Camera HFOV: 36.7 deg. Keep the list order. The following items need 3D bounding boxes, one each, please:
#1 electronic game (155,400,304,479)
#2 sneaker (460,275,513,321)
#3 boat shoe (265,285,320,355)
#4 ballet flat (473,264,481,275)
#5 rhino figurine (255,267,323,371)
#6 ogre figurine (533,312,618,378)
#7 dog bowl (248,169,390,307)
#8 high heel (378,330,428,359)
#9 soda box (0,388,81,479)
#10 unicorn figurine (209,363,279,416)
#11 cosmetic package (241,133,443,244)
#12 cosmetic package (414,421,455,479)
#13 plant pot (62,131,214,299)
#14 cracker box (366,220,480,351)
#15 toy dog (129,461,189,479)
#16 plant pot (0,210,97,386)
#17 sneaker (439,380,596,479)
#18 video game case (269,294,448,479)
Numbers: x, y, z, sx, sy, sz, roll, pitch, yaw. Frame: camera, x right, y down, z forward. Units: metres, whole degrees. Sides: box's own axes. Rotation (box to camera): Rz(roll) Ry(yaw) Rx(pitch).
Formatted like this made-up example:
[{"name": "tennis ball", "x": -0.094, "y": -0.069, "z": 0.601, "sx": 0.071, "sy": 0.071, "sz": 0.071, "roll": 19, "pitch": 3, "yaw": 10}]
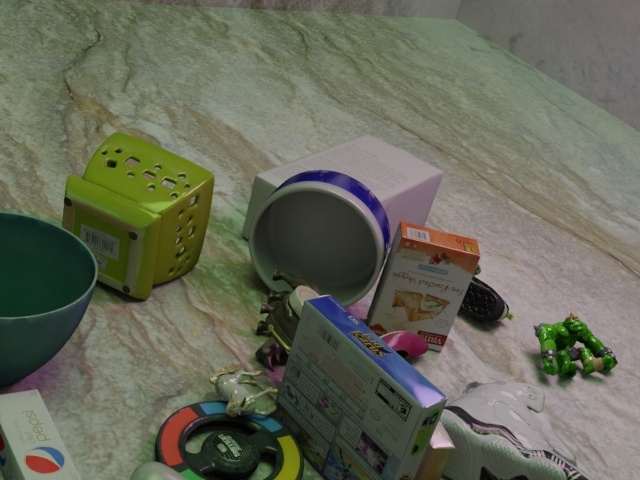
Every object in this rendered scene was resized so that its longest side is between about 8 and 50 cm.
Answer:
[{"name": "electronic game", "x": -0.137, "y": 0.324, "z": 1.466, "sx": 0.229, "sy": 0.048, "sz": 0.229, "roll": 13, "pitch": 29, "yaw": -7}, {"name": "sneaker", "x": 0.308, "y": 0.110, "z": 2.067, "sx": 0.235, "sy": 0.084, "sz": 0.097, "roll": 38, "pitch": 11, "yaw": 32}, {"name": "boat shoe", "x": 0.032, "y": 0.230, "z": 1.622, "sx": 0.324, "sy": 0.097, "sz": 0.116, "roll": 52, "pitch": 20, "yaw": 8}, {"name": "ballet flat", "x": 0.261, "y": 0.055, "z": 2.142, "sx": 0.188, "sy": 0.070, "sz": 0.070, "roll": 19, "pitch": 29, "yaw": 8}, {"name": "rhino figurine", "x": -0.061, "y": 0.151, "z": 1.777, "sx": 0.106, "sy": 0.073, "sz": 0.243, "roll": 13, "pitch": 39, "yaw": 4}, {"name": "ogre figurine", "x": 0.505, "y": 0.216, "z": 1.951, "sx": 0.197, "sy": 0.097, "sz": 0.118, "roll": -12, "pitch": 56, "yaw": -18}, {"name": "dog bowl", "x": 0.000, "y": 0.000, "z": 1.877, "sx": 0.265, "sy": 0.264, "sz": 0.104, "roll": 20, "pitch": 28, "yaw": 7}, {"name": "high heel", "x": 0.110, "y": 0.227, "z": 1.764, "sx": 0.244, "sy": 0.082, "sz": 0.117, "roll": 11, "pitch": 59, "yaw": -40}, {"name": "soda box", "x": -0.399, "y": 0.305, "z": 1.341, "sx": 0.074, "sy": 0.069, "sz": 0.216, "roll": -5, "pitch": 36, "yaw": -34}, {"name": "unicorn figurine", "x": -0.122, "y": 0.247, "z": 1.534, "sx": 0.111, "sy": 0.060, "sz": 0.162, "roll": -4, "pitch": 12, "yaw": -40}, {"name": "cosmetic package", "x": 0.059, "y": -0.086, "z": 2.164, "sx": 0.230, "sy": 0.161, "sz": 0.453, "roll": 30, "pitch": 32, "yaw": 25}, {"name": "cosmetic package", "x": 0.165, "y": 0.346, "z": 1.514, "sx": 0.041, "sy": 0.115, "sz": 0.060, "roll": 4, "pitch": 31, "yaw": -22}, {"name": "plant pot", "x": -0.357, "y": -0.037, "z": 1.808, "sx": 0.228, "sy": 0.227, "sz": 0.207, "roll": 24, "pitch": 36, "yaw": 13}, {"name": "cracker box", "x": 0.194, "y": 0.091, "z": 1.852, "sx": 0.156, "sy": 0.232, "sz": 0.067, "roll": 13, "pitch": 30, "yaw": -6}, {"name": "toy dog", "x": -0.113, "y": 0.428, "z": 1.190, "sx": 0.334, "sy": 0.220, "sz": 0.161, "roll": 22, "pitch": 60, "yaw": 24}, {"name": "plant pot", "x": -0.505, "y": 0.111, "z": 1.491, "sx": 0.290, "sy": 0.195, "sz": 0.290, "roll": 13, "pitch": 29, "yaw": -7}, {"name": "sneaker", "x": 0.357, "y": 0.349, "z": 1.584, "sx": 0.366, "sy": 0.137, "sz": 0.210, "roll": 26, "pitch": 33, "yaw": 22}, {"name": "video game case", "x": 0.048, "y": 0.258, "z": 1.474, "sx": 0.061, "sy": 0.244, "sz": 0.269, "roll": -10, "pitch": 39, "yaw": -42}]
